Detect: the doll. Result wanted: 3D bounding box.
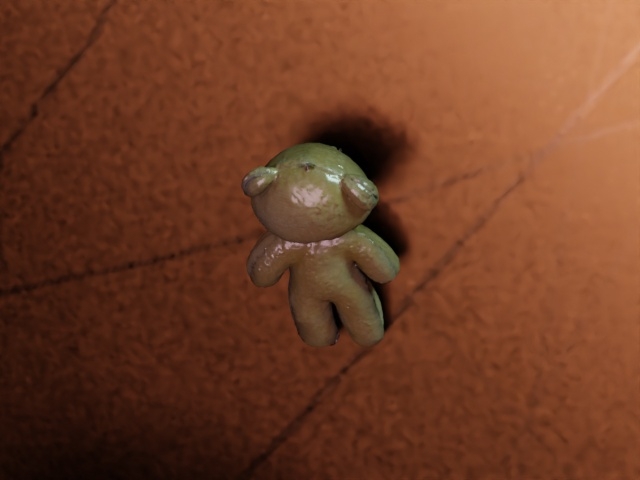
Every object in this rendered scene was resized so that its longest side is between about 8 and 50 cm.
[{"bbox_3d":[-0.001,0.005,0.729,0.061,0.051,0.093,-2,110,11],"label":"doll"}]
